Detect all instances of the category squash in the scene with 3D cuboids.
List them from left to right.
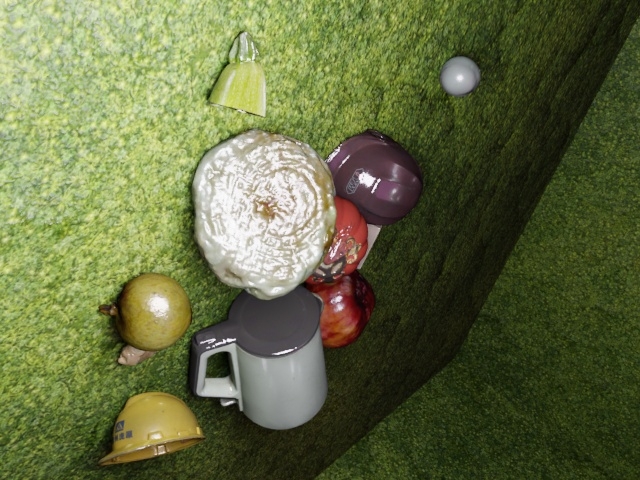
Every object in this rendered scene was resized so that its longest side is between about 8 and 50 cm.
[{"bbox_3d":[-0.129,-0.284,1.293,0.105,0.105,0.132,-1,107,-61],"label":"squash"}]

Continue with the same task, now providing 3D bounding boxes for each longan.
[{"bbox_3d":[-0.332,0.136,1.448,0.176,0.145,0.154,9,97,-19],"label":"longan"}]

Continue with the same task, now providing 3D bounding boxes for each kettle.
[{"bbox_3d":[-0.159,0.301,1.920,0.361,0.250,0.376,-14,143,-10],"label":"kettle"}]

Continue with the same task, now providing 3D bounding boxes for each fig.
[{"bbox_3d":[0.040,0.183,2.086,0.224,0.224,0.263,-31,153,-40],"label":"fig"}]

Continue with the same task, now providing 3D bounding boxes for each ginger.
[{"bbox_3d":[-0.357,0.213,1.618,0.173,0.051,0.069,-40,160,-36],"label":"ginger"}]

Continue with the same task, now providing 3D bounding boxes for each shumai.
[{"bbox_3d":[-0.128,-0.060,1.531,0.309,0.304,0.263,-51,-169,-6],"label":"shumai"}]

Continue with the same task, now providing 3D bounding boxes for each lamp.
[{"bbox_3d":[0.000,0.000,1.746,0.227,0.227,0.226,-40,154,-25],"label":"lamp"},{"bbox_3d":[0.355,-0.417,1.930,0.105,0.105,0.105,-40,154,-25],"label":"lamp"}]

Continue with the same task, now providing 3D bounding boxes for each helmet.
[{"bbox_3d":[-0.390,0.420,1.736,0.205,0.140,0.257,-29,156,33],"label":"helmet"},{"bbox_3d":[0.138,-0.132,1.859,0.305,0.177,0.225,-9,134,-59],"label":"helmet"}]

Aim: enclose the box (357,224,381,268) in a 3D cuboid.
[{"bbox_3d":[0.129,-0.026,2.050,0.141,0.058,0.201,-65,175,29],"label":"box"}]
